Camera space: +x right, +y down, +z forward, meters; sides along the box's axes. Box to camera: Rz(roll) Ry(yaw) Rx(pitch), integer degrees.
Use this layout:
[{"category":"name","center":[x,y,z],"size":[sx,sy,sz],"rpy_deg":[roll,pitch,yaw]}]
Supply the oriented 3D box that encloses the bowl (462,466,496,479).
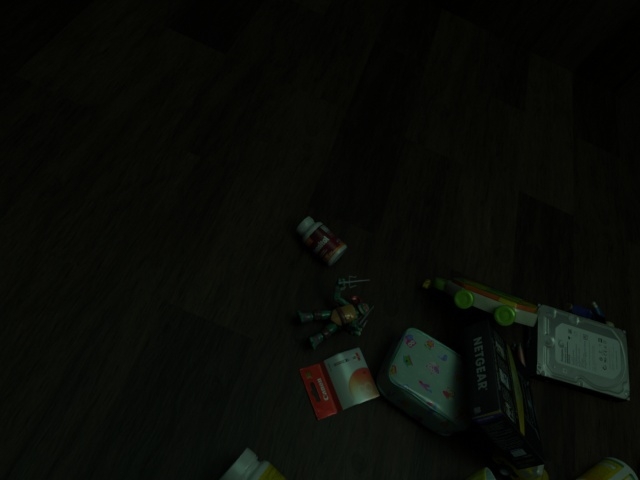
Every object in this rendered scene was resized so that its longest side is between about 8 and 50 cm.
[{"category":"bowl","center":[0.371,0.704,1.199],"size":[0.156,0.289,0.289],"rpy_deg":[-23,62,15]}]

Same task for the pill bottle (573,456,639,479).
[{"category":"pill bottle","center":[0.757,0.690,1.393],"size":[0.208,0.117,0.117],"rpy_deg":[-16,67,-28]}]

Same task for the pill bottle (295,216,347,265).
[{"category":"pill bottle","center":[0.000,0.000,1.563],"size":[0.152,0.086,0.086],"rpy_deg":[42,55,9]}]

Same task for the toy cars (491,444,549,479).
[{"category":"toy cars","center":[0.579,0.697,1.322],"size":[0.177,0.087,0.393],"rpy_deg":[5,57,-35]}]

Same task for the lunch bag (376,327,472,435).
[{"category":"lunch bag","center":[0.309,0.388,1.421],"size":[0.279,0.108,0.224],"rpy_deg":[34,48,0]}]

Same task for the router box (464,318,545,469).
[{"category":"router box","center":[0.487,0.405,1.371],"size":[0.243,0.081,0.309],"rpy_deg":[49,31,-22]}]

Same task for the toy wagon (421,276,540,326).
[{"category":"toy wagon","center":[0.477,0.172,1.545],"size":[0.344,0.068,0.267],"rpy_deg":[22,7,26]}]

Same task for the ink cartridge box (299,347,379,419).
[{"category":"ink cartridge box","center":[0.052,0.379,1.373],"size":[0.179,0.045,0.145],"rpy_deg":[-10,63,-28]}]

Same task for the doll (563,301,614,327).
[{"category":"doll","center":[0.929,0.270,1.758],"size":[0.189,0.046,0.129],"rpy_deg":[21,67,-9]}]

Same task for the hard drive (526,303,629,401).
[{"category":"hard drive","center":[0.825,0.359,1.637],"size":[0.339,0.064,0.236],"rpy_deg":[18,64,-8]}]

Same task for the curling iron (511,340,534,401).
[{"category":"curling iron","center":[0.619,0.438,1.536],"size":[0.035,0.068,0.274],"rpy_deg":[-13,64,16]}]

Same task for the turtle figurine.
[{"category":"turtle figurine","center":[0.060,0.210,1.437],"size":[0.234,0.118,0.175],"rpy_deg":[-22,53,-14]}]

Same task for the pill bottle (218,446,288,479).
[{"category":"pill bottle","center":[-0.123,0.573,1.141],"size":[0.208,0.119,0.119],"rpy_deg":[42,55,7]}]
